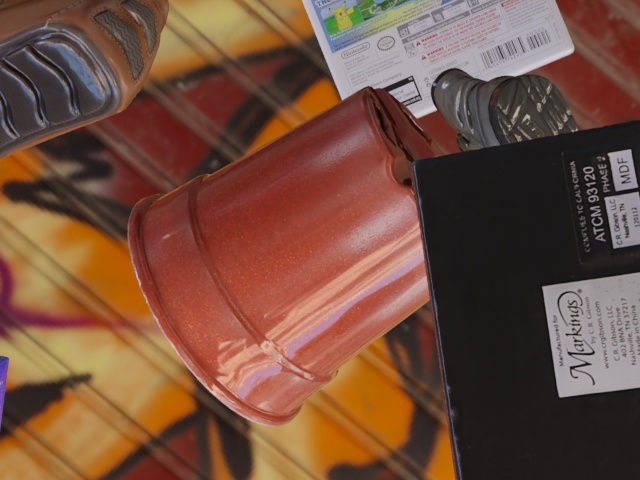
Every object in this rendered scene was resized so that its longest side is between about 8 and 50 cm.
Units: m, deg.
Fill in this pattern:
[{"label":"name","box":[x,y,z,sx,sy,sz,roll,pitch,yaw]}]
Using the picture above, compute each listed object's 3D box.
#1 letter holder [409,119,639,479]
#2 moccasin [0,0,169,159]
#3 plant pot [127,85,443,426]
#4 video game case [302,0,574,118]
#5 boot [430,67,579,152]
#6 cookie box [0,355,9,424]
[{"label":"letter holder","box":[0.160,0.112,0.737,0.152,0.301,0.214,-10,164,10]},{"label":"moccasin","box":[-0.292,-0.151,1.116,0.380,0.147,0.139,-17,120,37]},{"label":"plant pot","box":[0.000,0.000,1.263,0.272,0.265,0.272,48,-160,-24]},{"label":"video game case","box":[0.150,-0.340,1.817,0.036,0.329,0.299,-5,-107,-78]},{"label":"boot","box":[0.195,-0.048,1.153,0.246,0.083,0.161,62,169,-14]},{"label":"cookie box","box":[-0.351,0.174,1.277,0.040,0.107,0.092,13,-168,8]}]
